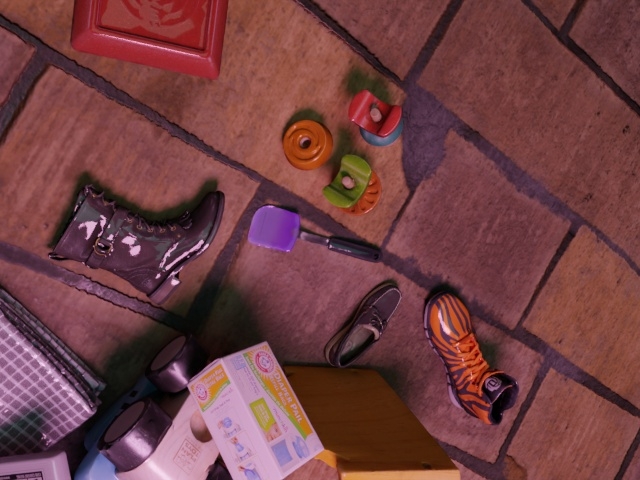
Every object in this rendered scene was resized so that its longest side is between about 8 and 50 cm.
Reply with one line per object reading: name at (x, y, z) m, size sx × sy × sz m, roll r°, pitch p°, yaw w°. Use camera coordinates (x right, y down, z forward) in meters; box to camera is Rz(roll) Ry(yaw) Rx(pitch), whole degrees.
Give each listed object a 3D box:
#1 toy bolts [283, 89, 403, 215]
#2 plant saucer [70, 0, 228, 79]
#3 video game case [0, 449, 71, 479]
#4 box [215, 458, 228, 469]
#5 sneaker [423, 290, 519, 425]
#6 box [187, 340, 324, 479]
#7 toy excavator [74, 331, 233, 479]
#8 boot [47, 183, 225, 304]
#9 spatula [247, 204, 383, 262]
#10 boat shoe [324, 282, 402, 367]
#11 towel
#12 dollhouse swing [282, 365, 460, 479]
toy bolts at (0.063, -0.184, 1.167) m, size 0.218 × 0.158 × 0.228 m, roll 37°, pitch 94°, yaw 18°
plant saucer at (-0.283, -0.436, 1.009) m, size 0.259 × 0.047 × 0.259 m, roll 6°, pitch 95°, yaw -24°
video game case at (-0.509, 0.486, 0.889) m, size 0.329 × 0.036 × 0.300 m, roll -11°, pitch 90°, yaw 13°
box at (-0.170, 0.540, 1.057) m, size 0.154 × 0.300 × 0.142 m, roll 39°, pitch 82°, yaw -23°
sneaker at (0.349, 0.267, 1.293) m, size 0.124 × 0.180 × 0.321 m, roll -29°, pitch 107°, yaw -16°
box at (-0.106, 0.282, 0.933) m, size 0.114 × 0.103 × 0.203 m, roll -12°, pitch 67°, yaw -54°
toy excavator at (-0.364, 0.423, 1.021) m, size 0.222 × 0.445 × 0.433 m, roll 50°, pitch 38°, yaw -18°
boot at (-0.319, -0.028, 1.029) m, size 0.229 × 0.091 × 0.263 m, roll 36°, pitch 86°, yaw -23°
spatula at (0.000, 0.000, 1.194) m, size 0.296 × 0.030 × 0.084 m, roll 15°, pitch 90°, yaw -23°
boat shoe at (0.103, 0.187, 1.240) m, size 0.223 × 0.073 × 0.080 m, roll -46°, pitch 111°, yaw -10°
towel at (-0.537, 0.252, 0.965) m, size 0.235 × 0.121 × 0.284 m, roll -41°, pitch 110°, yaw -11°
dollhouse swing at (0.069, 0.464, 1.128) m, size 0.315 × 0.347 × 0.305 m, roll 8°, pitch 105°, yaw -23°
